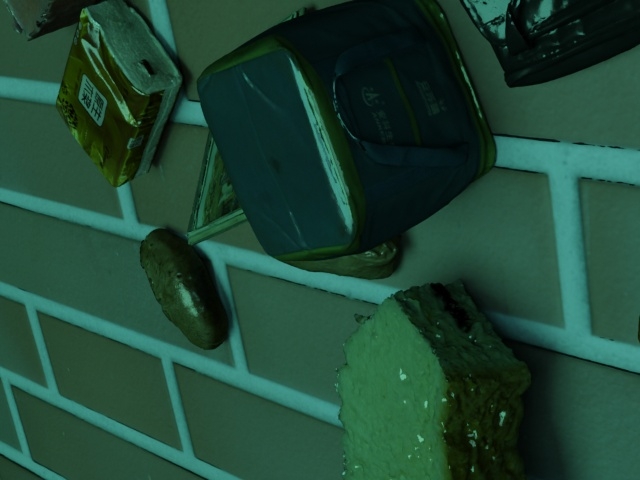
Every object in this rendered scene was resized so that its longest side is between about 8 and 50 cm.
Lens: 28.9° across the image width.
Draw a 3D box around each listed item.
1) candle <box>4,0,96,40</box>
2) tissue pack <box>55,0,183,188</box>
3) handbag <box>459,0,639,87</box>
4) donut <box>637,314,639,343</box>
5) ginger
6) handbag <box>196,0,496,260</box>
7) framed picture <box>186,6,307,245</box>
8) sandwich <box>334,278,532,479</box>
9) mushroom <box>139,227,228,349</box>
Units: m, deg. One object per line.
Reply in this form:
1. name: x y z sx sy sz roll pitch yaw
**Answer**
1. candle: -0.406 -0.427 1.815 0.317 0.131 0.287 42 146 41
2. tissue pack: -0.299 -0.218 1.834 0.183 0.092 0.226 51 144 16
3. handbag: 0.223 -0.282 1.171 0.275 0.088 0.244 -20 99 52
4. donut: 0.390 0.086 1.205 0.162 0.065 0.178 48 142 27
5. ginger: -0.002 0.002 1.529 0.137 0.213 0.074 -32 56 45
6. handbag: 0.031 -0.125 1.364 0.222 0.241 0.263 -18 98 53
7. framed picture: -0.095 -0.140 1.546 0.217 0.017 0.274 -23 53 55
8. sandwich: 0.133 0.207 1.476 0.262 0.131 0.325 20 117 59
9. mushroom: -0.206 0.073 1.912 0.094 0.072 0.209 -27 89 45
